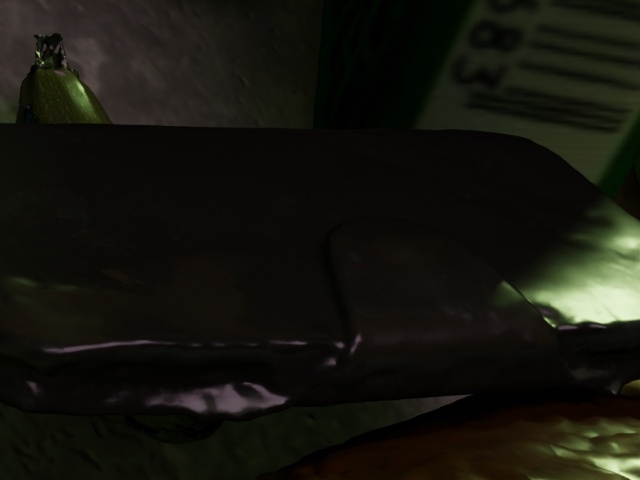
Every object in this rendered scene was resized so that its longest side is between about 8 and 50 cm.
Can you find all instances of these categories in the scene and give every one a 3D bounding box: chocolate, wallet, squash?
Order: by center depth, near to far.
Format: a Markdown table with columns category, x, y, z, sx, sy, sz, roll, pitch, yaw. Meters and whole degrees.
| category | x | y | z | sx | sy | sz | roll | pitch | yaw |
| --- | --- | --- | --- | --- | --- | --- | --- | --- | --- |
| wallet | 0.000 | 0.000 | 0.530 | 0.309 | 0.042 | 0.165 | 0 | 27 | -35 |
| squash | -0.083 | -0.003 | 0.579 | 0.052 | 0.052 | 0.183 | 1 | 55 | -46 |
| chocolate | 0.118 | -0.233 | 0.735 | 0.161 | 0.360 | 0.341 | 15 | 41 | -10 |

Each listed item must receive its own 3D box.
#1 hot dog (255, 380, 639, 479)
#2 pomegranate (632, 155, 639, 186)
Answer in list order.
| category | x | y | z | sx | sy | sz | roll | pitch | yaw |
| --- | --- | --- | --- | --- | --- | --- | --- | --- | --- |
| hot dog | 0.102 | 0.161 | 0.508 | 0.267 | 0.174 | 0.387 | 58 | 25 | 14 |
| pomegranate | 0.306 | -0.070 | 0.914 | 0.254 | 0.270 | 0.254 | -1 | 28 | 0 |
